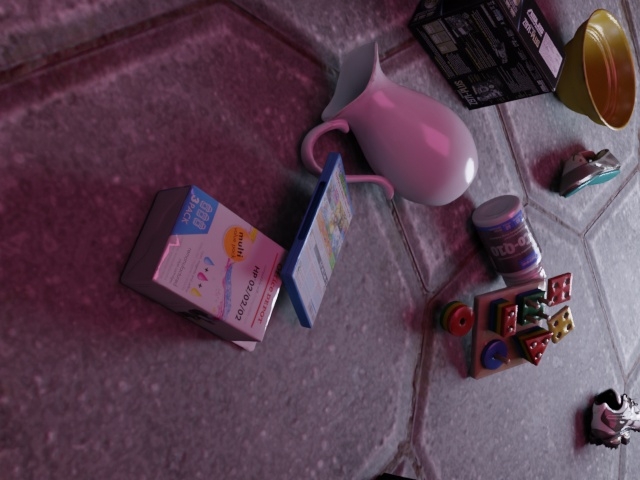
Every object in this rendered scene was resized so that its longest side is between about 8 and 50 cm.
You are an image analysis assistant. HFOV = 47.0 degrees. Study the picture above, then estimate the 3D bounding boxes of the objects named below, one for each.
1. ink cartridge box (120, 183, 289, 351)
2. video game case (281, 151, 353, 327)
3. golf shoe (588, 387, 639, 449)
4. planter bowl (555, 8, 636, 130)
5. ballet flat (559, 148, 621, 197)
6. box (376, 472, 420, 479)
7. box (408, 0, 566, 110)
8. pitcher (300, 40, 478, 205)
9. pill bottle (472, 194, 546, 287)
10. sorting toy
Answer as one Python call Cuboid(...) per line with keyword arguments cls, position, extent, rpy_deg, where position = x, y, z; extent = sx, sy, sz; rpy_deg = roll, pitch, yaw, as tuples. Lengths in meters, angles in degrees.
Cuboid(cls="ink cartridge box", position=(-0.098, 0.035, 0.748), extent=(0.181, 0.061, 0.104), rpy_deg=(36, 62, -37))
Cuboid(cls="video game case", position=(0.000, 0.000, 0.835), extent=(0.119, 0.015, 0.166), rpy_deg=(73, 32, -54))
Cuboid(cls="golf shoe", position=(0.568, 0.315, 1.375), extent=(0.198, 0.077, 0.094), rpy_deg=(-13, 95, -46))
Cuboid(cls="planter bowl", position=(0.487, -0.300, 1.340), extent=(0.217, 0.090, 0.217), rpy_deg=(6, 82, -44))
Cuboid(cls="ballet flat", position=(0.480, -0.127, 1.347), extent=(0.213, 0.072, 0.068), rpy_deg=(-18, 72, -45))
Cuboid(cls="box", position=(0.169, 0.390, 0.841), extent=(0.103, 0.261, 0.184), rpy_deg=(-32, 108, -42))
Cuboid(cls="box", position=(0.241, -0.286, 1.055), extent=(0.180, 0.147, 0.077), rpy_deg=(44, 58, -32))
Cuboid(cls="pitcher", position=(0.086, -0.115, 0.920), extent=(0.207, 0.125, 0.178), rpy_deg=(37, 82, -25))
Cuboid(cls="pill bottle", position=(0.292, 0.006, 1.127), extent=(0.078, 0.078, 0.137), rpy_deg=(-47, 117, -37))
Cuboid(cls="sorting toy", position=(0.297, 0.135, 1.092), extent=(0.274, 0.046, 0.132), rpy_deg=(-11, 111, -29))
